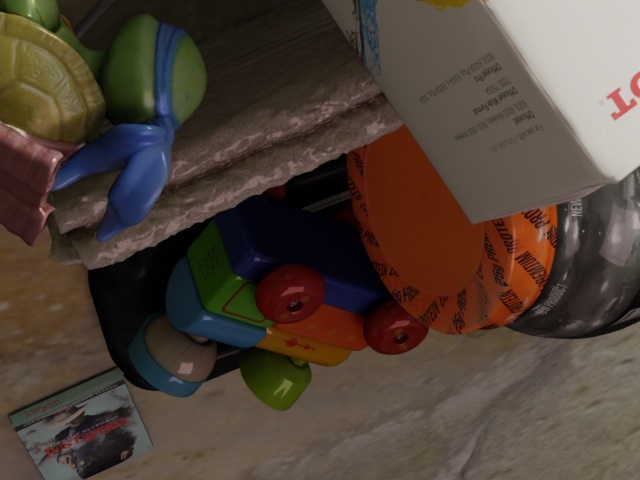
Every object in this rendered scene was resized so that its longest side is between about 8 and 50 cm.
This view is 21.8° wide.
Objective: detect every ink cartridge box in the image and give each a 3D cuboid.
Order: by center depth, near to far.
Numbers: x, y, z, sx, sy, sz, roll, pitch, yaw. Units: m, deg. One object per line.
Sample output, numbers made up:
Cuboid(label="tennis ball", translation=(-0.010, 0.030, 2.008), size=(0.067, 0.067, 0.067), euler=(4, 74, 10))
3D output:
Cuboid(label="ink cartridge box", translation=(0.092, -0.151, 0.719), size=(0.171, 0.233, 0.168), euler=(-35, -177, -14))

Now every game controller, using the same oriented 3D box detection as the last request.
Cuboid(label="game controller", translation=(0.000, 0.000, 1.136), size=(0.319, 0.067, 0.166), euler=(-22, 134, -12))

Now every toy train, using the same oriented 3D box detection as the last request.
Cuboid(label="toy train", translation=(0.007, 0.057, 1.077), size=(0.248, 0.105, 0.143), euler=(19, 126, -38))

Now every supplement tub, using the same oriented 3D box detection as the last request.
Cuboid(label="supplement tub", translation=(0.199, -0.062, 1.026), size=(0.338, 0.207, 0.207), euler=(-15, 146, -30))

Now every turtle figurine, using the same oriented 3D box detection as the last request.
Cuboid(label="turtle figurine", translation=(-0.188, -0.116, 0.769), size=(0.266, 0.275, 0.198), euler=(-5, 169, -1))

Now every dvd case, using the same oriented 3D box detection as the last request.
Cuboid(label="dvd case", translation=(-0.175, 0.142, 1.232), size=(0.087, 0.013, 0.119), euler=(-23, 147, -9))

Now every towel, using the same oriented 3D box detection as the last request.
Cuboid(label="towel", translation=(-0.024, -0.077, 0.883), size=(0.282, 0.187, 0.049), euler=(-25, 113, -5))

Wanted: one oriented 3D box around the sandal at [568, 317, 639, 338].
Cuboid(label="sandal", translation=(0.262, -0.039, 1.258), size=(0.303, 0.086, 0.120), euler=(-44, 143, -4))
